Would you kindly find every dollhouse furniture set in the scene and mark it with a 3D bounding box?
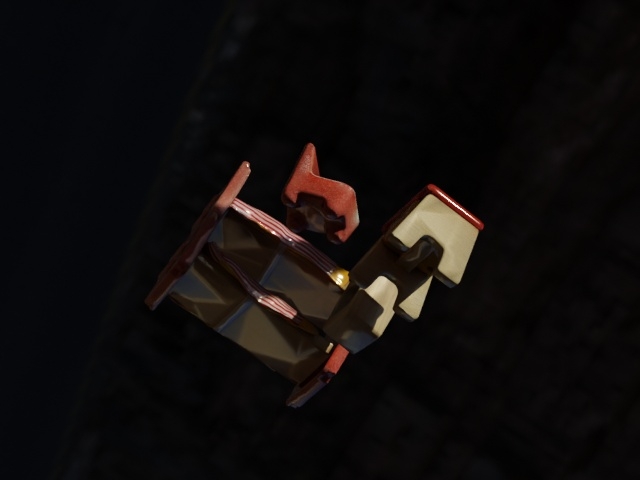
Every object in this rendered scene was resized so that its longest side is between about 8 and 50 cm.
[{"bbox_3d":[0.000,0.000,1.953,0.152,0.201,0.374,-58,-172,-34],"label":"dollhouse furniture set"}]
